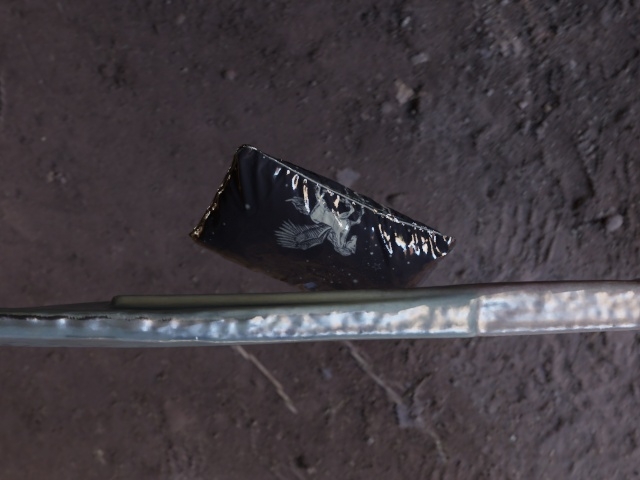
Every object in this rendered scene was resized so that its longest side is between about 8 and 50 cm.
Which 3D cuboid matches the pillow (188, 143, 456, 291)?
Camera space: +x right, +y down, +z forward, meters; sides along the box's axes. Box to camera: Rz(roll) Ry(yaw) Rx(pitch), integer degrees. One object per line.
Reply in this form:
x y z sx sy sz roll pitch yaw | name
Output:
0.000 0.000 0.927 0.208 0.055 0.141 24 135 -13 | pillow

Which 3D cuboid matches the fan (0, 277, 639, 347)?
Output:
-0.002 0.025 0.366 0.057 0.281 0.023 146 122 -73 | fan
